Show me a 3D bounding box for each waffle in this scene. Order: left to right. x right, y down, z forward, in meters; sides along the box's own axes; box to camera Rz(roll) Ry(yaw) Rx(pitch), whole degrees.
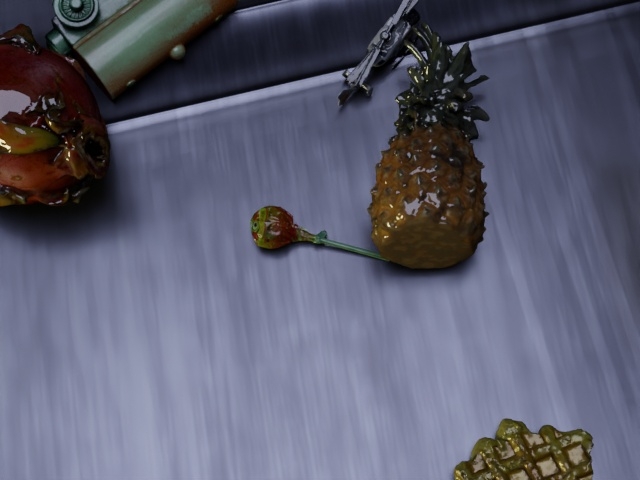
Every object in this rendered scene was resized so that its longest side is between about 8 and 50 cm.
[{"bbox_3d":[0.281,0.366,1.491,0.291,0.051,0.291,-1,69,2],"label":"waffle"}]

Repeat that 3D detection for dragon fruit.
[{"bbox_3d":[-0.418,-0.161,1.596,0.315,0.250,0.250,-5,64,43],"label":"dragon fruit"}]

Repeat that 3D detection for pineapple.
[{"bbox_3d":[0.151,-0.138,1.627,0.169,0.169,0.340,3,64,2],"label":"pineapple"}]

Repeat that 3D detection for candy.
[{"bbox_3d":[0.000,0.000,1.634,0.201,0.060,0.060,15,72,-3],"label":"candy"}]

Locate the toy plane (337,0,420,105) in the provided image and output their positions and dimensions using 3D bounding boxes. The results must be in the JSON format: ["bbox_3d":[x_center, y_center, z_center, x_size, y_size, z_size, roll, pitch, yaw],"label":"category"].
[{"bbox_3d":[0.085,-0.272,1.707,0.053,0.078,0.197,38,91,11],"label":"toy plane"}]

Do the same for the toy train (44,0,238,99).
[{"bbox_3d":[-0.256,-0.333,1.725,0.285,0.116,0.177,-39,86,-12],"label":"toy train"}]
